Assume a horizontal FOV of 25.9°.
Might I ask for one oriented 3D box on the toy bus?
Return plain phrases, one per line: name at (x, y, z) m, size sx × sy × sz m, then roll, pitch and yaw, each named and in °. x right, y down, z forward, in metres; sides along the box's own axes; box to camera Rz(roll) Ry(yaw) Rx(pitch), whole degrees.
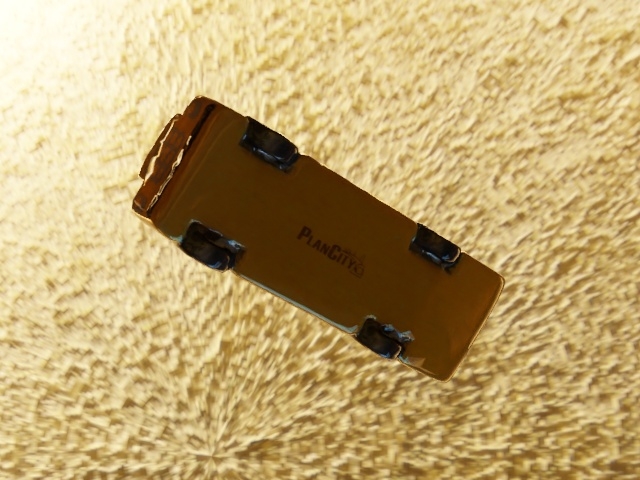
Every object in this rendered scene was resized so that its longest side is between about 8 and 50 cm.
toy bus at (0.000, 0.000, 1.096) m, size 0.332 × 0.130 × 0.108 m, roll 30°, pitch -88°, yaw -34°
